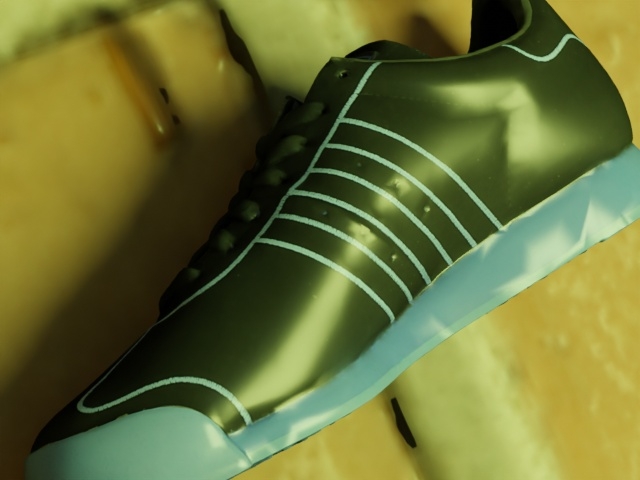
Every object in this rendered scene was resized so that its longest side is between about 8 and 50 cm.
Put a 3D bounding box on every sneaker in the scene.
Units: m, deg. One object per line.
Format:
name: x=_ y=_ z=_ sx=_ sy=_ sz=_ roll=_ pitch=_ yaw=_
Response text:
sneaker: x=0.000 y=0.000 z=0.493 sx=0.232 sy=0.081 sz=0.090 roll=-31 pitch=89 yaw=-31
